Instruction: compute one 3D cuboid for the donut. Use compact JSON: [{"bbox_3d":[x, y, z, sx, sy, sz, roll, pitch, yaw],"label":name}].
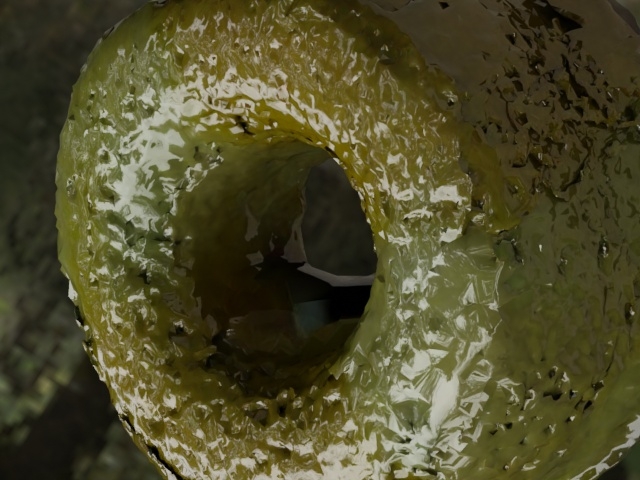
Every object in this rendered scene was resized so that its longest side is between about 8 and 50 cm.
[{"bbox_3d":[0.000,0.000,0.759,0.272,0.272,0.107,21,-161,37],"label":"donut"}]
